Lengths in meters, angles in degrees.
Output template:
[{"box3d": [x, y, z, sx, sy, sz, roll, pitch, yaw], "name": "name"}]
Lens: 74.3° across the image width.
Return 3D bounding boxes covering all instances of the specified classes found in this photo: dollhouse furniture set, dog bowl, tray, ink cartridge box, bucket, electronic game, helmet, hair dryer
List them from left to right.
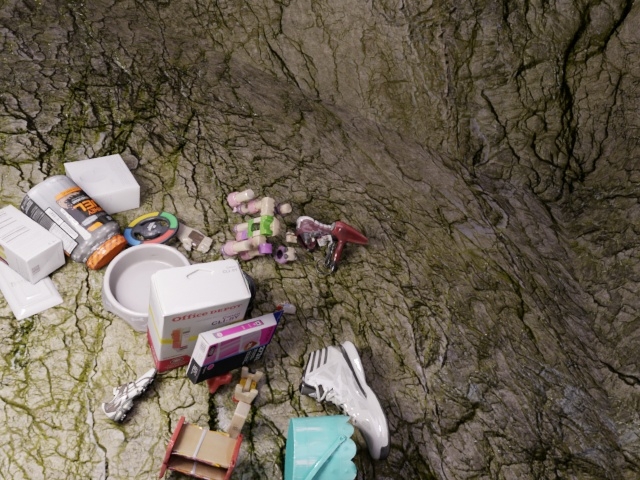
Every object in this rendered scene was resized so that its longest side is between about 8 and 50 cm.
[{"box3d": [-1.047, 0.145, 1.495, 0.145, 0.030, 0.270, -28, 65, -39], "name": "tray"}, {"box3d": [-0.635, 0.162, 1.583, 0.349, 0.102, 0.348, 8, 55, -12], "name": "dog bowl"}, {"box3d": [-0.705, -0.045, 1.762, 0.229, 0.048, 0.229, -3, 42, 2], "name": "electronic game"}, {"box3d": [-0.418, 0.256, 1.420, 0.279, 0.384, 0.160, -10, 54, -30], "name": "ink cartridge box"}, {"box3d": [-0.338, 0.578, 1.362, 0.201, 0.152, 0.374, 21, 27, -5], "name": "dollhouse furniture set"}, {"box3d": [-0.339, 0.194, 1.675, 0.169, 0.169, 0.161, 17, 60, -10], "name": "helmet"}, {"box3d": [-0.269, 0.356, 1.453, 0.069, 0.175, 0.371, 38, 27, 29], "name": "ink cartridge box"}, {"box3d": [-0.008, 0.680, 1.304, 0.183, 0.281, 0.281, 5, 48, -8], "name": "bucket"}, {"box3d": [0.089, 0.020, 2.023, 0.293, 0.080, 0.223, -18, 102, -15], "name": "hair dryer"}]

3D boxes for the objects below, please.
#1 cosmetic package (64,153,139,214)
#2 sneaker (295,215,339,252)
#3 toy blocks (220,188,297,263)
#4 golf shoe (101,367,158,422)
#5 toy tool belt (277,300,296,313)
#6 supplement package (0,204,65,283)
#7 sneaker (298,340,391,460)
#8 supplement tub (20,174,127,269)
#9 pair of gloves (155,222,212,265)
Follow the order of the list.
[{"box3d": [-0.932, -0.233, 1.815, 0.225, 0.138, 0.224, -22, 62, -35], "name": "cosmetic package"}, {"box3d": [0.000, 0.000, 2.067, 0.281, 0.106, 0.162, 19, 61, -8], "name": "sneaker"}, {"box3d": [-0.303, -0.044, 1.900, 0.309, 0.260, 0.288, 14, 71, -45], "name": "toy blocks"}, {"box3d": [-0.608, 0.477, 1.354, 0.094, 0.077, 0.198, 31, 43, 5], "name": "golf shoe"}, {"box3d": [-0.144, 0.279, 1.770, 0.083, 0.052, 0.051, 15, 14, -15], "name": "toy tool belt"}, {"box3d": [-1.056, 0.012, 1.491, 0.244, 0.139, 0.134, 32, 44, 8], "name": "supplement package"}, {"box3d": [0.063, 0.587, 1.523, 0.257, 0.169, 0.447, -7, 45, -19], "name": "sneaker"}, {"box3d": [-0.911, -0.062, 1.584, 0.338, 0.207, 0.207, 45, 45, -6], "name": "supplement tub"}, {"box3d": [-0.588, 0.033, 1.796, 0.204, 0.042, 0.240, 25, 47, -7], "name": "pair of gloves"}]
